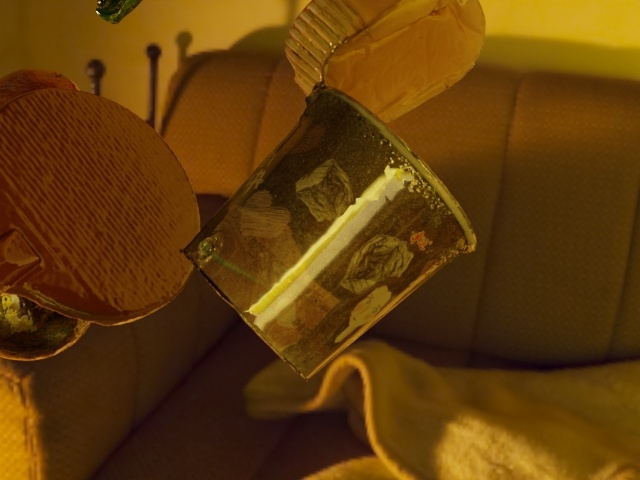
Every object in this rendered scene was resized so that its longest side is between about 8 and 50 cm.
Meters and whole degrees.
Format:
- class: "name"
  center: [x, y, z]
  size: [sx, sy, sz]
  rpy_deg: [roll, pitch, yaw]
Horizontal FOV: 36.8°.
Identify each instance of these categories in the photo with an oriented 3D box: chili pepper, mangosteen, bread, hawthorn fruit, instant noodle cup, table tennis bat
- class: "chili pepper"
  center: [-0.252, -0.378, 1.320]
  size: [0.108, 0.062, 0.216]
  rpy_deg: [7, 52, 22]
- class: "mangosteen"
  center: [-0.400, 0.032, 1.377]
  size: [0.231, 0.289, 0.231]
  rpy_deg: [40, 10, -8]
- class: "bread"
  center: [0.092, -0.306, 1.440]
  size: [0.288, 0.204, 0.156]
  rpy_deg: [-36, 48, -5]
- class: "hawthorn fruit"
  center: [-0.391, -0.145, 1.323]
  size: [0.169, 0.169, 0.188]
  rpy_deg: [-6, 38, -29]
- class: "instant noodle cup"
  center: [0.000, 0.000, 0.900]
  size: [0.207, 0.217, 0.217]
  rpy_deg: [-45, 30, -5]
- class: "table tennis bat"
  center: [-0.262, -0.018, 0.977]
  size: [0.051, 0.268, 0.415]
  rpy_deg: [-32, 9, 34]
